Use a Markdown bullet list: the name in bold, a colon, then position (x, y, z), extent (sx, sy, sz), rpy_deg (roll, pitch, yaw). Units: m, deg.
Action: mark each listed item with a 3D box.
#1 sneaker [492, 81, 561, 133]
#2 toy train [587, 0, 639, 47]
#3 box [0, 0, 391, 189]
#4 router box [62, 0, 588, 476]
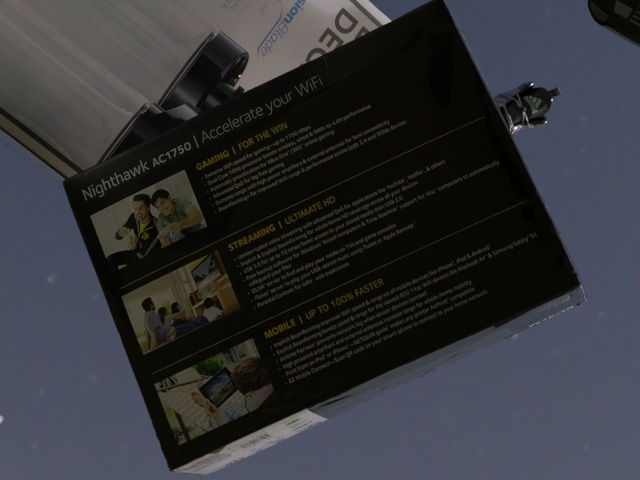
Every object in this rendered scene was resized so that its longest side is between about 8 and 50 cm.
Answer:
- **sneaker**: position (0.132, -0.089, 1.018), extent (0.069, 0.098, 0.038), rpy_deg (-18, -78, 22)
- **toy train**: position (0.156, -0.066, 0.547), extent (0.158, 0.027, 0.036), rpy_deg (23, -70, -28)
- **box**: position (-0.117, -0.126, 0.715), extent (0.290, 0.169, 0.087), rpy_deg (40, -9, -25)
- **router box**: position (0.000, 0.000, 0.607), extent (0.046, 0.179, 0.133), rpy_deg (42, 24, -73)
